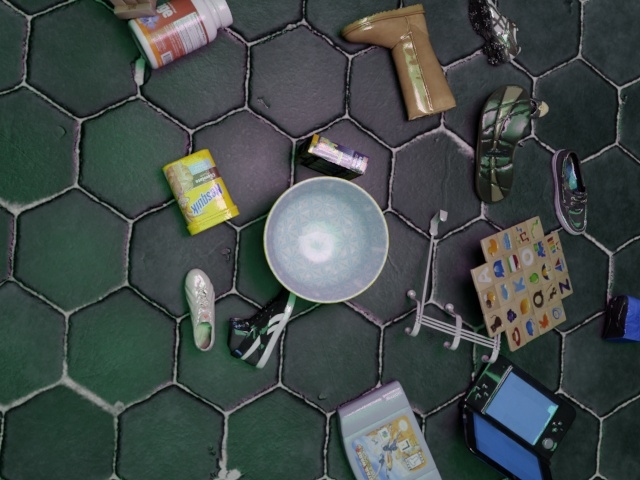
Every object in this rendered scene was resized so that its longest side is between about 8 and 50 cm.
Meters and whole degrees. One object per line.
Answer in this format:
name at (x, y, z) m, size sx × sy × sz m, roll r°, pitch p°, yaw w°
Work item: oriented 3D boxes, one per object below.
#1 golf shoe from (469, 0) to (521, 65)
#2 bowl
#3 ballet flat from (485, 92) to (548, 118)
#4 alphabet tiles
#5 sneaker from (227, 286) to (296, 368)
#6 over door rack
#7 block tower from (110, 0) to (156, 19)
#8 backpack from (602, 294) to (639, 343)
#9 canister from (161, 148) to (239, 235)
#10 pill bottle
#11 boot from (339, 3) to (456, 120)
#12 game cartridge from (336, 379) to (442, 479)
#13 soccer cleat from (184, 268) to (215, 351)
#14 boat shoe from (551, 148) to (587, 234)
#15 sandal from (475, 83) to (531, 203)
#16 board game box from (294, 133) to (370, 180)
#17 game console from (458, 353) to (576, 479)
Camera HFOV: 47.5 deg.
golf shoe at (0.447, -0.549, 1.852) m, size 0.094 × 0.077 × 0.198 m, roll -26°, pitch 102°, yaw -22°
bowl at (0.000, 0.000, 1.705) m, size 0.290 × 0.156 × 0.289 m, roll 0°, pitch 89°, yaw -12°
ballet flat at (0.508, -0.346, 1.869) m, size 0.173 × 0.049 × 0.057 m, roll 6°, pitch 87°, yaw -12°
alphabet tiles at (0.511, 0.104, 1.820) m, size 0.343 × 0.011 × 0.285 m, roll -20°, pitch 96°, yaw -35°
sneaker at (-0.147, 0.184, 1.712) m, size 0.121 × 0.079 × 0.216 m, roll 25°, pitch 86°, yaw -12°
over door rack at (0.351, 0.120, 1.816) m, size 0.240 × 0.108 × 0.324 m, roll 20°, pitch 72°, yaw -13°
block tower at (-0.403, -0.661, 1.599) m, size 0.091 × 0.097 × 0.335 m, roll -1°, pitch 75°, yaw 14°
backpack at (0.805, 0.207, 1.910) m, size 0.101 × 0.098 × 0.120 m, roll 14°, pitch 75°, yaw -17°
canister at (-0.280, -0.113, 1.689) m, size 0.126 × 0.073 × 0.169 m, roll -25°, pitch 93°, yaw -11°
pill bottle at (-0.316, -0.489, 1.657) m, size 0.216 × 0.121 × 0.121 m, roll -30°, pitch 96°, yaw -11°
boot at (0.195, -0.426, 1.784) m, size 0.236 × 0.089 × 0.269 m, roll -18°, pitch 95°, yaw -11°
game cartridge at (0.162, 0.520, 1.793) m, size 0.198 × 0.062 × 0.297 m, roll -25°, pitch 95°, yaw -15°
soccer cleat at (-0.274, 0.162, 1.687) m, size 0.068 × 0.076 × 0.196 m, roll -7°, pitch 91°, yaw -12°
boat shoe at (0.659, -0.127, 1.887) m, size 0.080 × 0.076 × 0.228 m, roll -8°, pitch 91°, yaw -12°
sandal at (0.445, -0.247, 1.843) m, size 0.120 × 0.086 × 0.302 m, roll 9°, pitch 105°, yaw -3°
board game box at (0.024, -0.190, 1.704) m, size 0.141 × 0.170 × 0.048 m, roll 20°, pitch 84°, yaw -12°
game console at (0.506, 0.466, 1.805) m, size 0.293 × 0.173 × 0.250 m, roll 36°, pitch 83°, yaw -10°
